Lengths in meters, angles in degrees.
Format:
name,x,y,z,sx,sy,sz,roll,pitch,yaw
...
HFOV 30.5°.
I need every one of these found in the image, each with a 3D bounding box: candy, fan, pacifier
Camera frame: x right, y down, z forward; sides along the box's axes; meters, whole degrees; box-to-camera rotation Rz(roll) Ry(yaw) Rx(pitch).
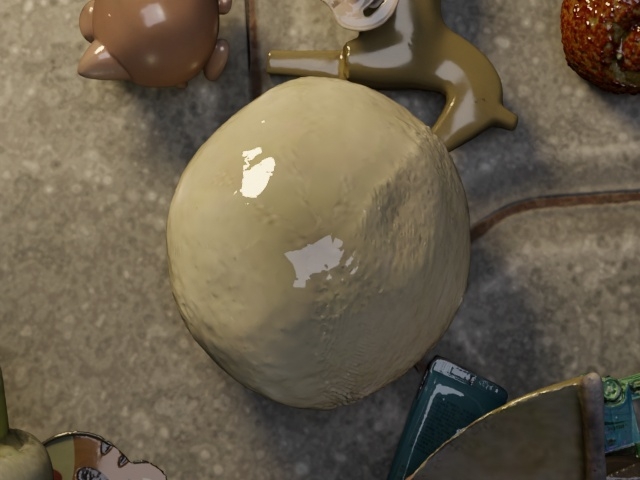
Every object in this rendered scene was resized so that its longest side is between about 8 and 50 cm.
name,x,y,z,sx,sy,sz,roll,pitch,yaw
candy,0.000,0.000,1.019,0.295,0.185,0.295,0,82,2
fan,-0.258,0.225,1.058,0.226,0.008,0.152,32,83,0
pacifier,0.028,-0.238,1.043,0.099,0.078,0.081,44,93,7

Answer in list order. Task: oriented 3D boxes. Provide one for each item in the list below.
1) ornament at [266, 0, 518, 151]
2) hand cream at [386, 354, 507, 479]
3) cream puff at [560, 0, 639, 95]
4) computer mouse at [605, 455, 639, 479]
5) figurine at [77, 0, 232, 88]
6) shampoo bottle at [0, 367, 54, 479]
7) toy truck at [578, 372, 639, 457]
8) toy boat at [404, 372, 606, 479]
name,x,y,z,sx,sy,sz,roll,pitch,yaw
ornament,0.071,-0.198,1.108,0.245,0.061,0.230,6,83,1
hand cream,0.094,0.221,1.072,0.083,0.048,0.224,27,76,-1
cream puff,0.295,-0.202,1.094,0.149,0.084,0.149,4,109,13
computer mouse,0.246,0.241,1.049,0.099,0.057,0.172,39,119,-21
figurine,-0.152,-0.200,1.071,0.138,0.125,0.125,2,82,-19
shampoo bottle,-0.363,0.234,0.893,0.322,0.322,0.317,-8,91,-5
toy truck,0.314,0.148,1.083,0.175,0.067,0.081,-14,90,-9
toy boat,0.154,0.269,0.990,0.276,0.111,0.293,-25,107,9
